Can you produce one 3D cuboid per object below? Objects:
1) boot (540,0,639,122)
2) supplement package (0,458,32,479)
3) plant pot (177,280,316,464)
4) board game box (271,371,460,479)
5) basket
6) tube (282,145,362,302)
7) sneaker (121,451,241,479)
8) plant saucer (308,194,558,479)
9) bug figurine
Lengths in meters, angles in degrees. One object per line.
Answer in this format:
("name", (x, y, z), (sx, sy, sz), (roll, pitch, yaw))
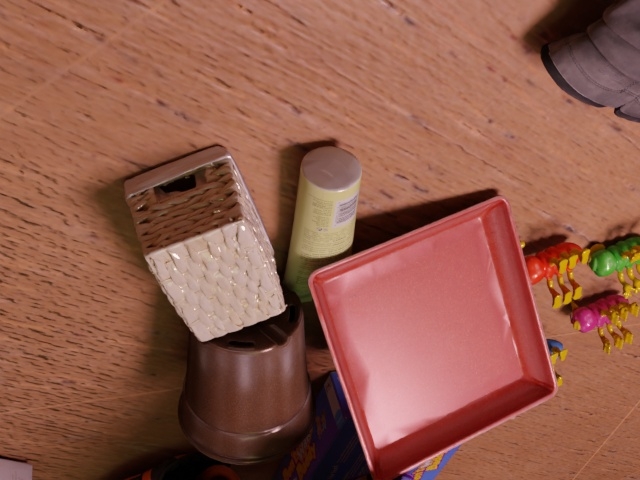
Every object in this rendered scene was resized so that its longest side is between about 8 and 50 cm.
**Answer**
("boot", (0.275, -0.205, 0.687), (0.338, 0.118, 0.222), (23, 145, -32))
("supplement package", (-0.525, 0.361, 0.970), (0.293, 0.175, 0.177), (26, 123, -40))
("plant pot", (-0.083, 0.139, 0.920), (0.166, 0.167, 0.165), (-7, 130, -14))
("board game box", (0.074, 0.332, 1.242), (0.233, 0.078, 0.347), (3, 134, -24))
("basket", (-0.111, 0.009, 0.802), (0.113, 0.103, 0.167), (-20, 138, 0))
("tube", (0.000, 0.000, 0.876), (0.070, 0.062, 0.240), (25, 145, 14))
("sneaker", (-0.169, 0.426, 1.216), (0.180, 0.125, 0.321), (-31, 138, 15))
("plant saucer", (0.129, 0.108, 0.924), (0.259, 0.047, 0.259), (-22, 103, -17))
("bug figurine", (0.339, 0.083, 1.078), (0.216, 0.072, 0.279), (-17, 135, -12))
